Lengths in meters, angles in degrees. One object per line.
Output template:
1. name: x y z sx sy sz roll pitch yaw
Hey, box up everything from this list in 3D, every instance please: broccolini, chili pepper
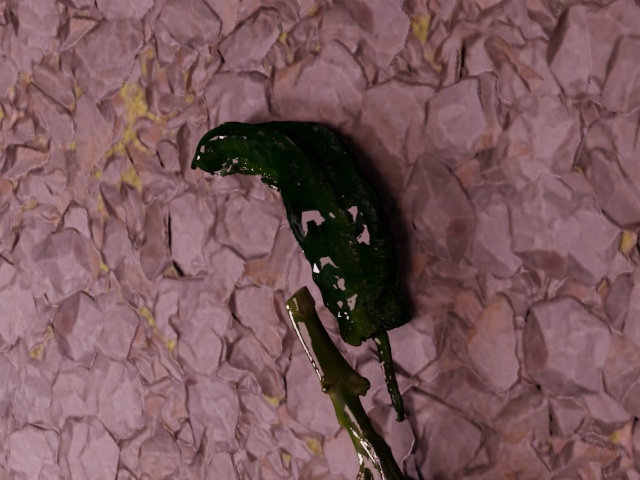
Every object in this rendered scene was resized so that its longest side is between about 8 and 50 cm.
1. broccolini: 0.023 0.138 1.437 0.067 0.058 0.216 -21 99 53
2. chili pepper: 0.000 0.000 1.471 0.279 0.065 0.122 57 140 22
